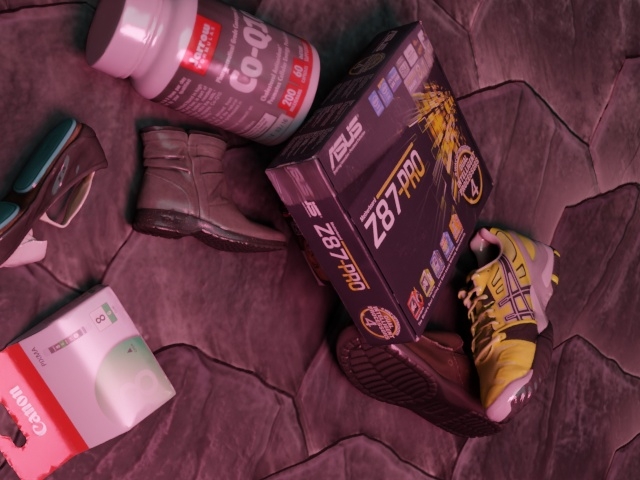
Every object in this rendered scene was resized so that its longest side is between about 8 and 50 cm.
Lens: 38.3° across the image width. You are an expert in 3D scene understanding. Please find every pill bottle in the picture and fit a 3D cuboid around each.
[{"bbox_3d":[-0.157,-0.247,1.246,0.283,0.161,0.161,19,80,-30],"label":"pill bottle"}]

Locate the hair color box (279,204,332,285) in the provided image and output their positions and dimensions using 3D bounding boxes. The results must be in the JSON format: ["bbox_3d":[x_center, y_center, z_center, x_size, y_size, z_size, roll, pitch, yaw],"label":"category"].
[{"bbox_3d":[0.000,0.000,1.395,0.043,0.072,0.141,-36,107,-27],"label":"hair color box"}]

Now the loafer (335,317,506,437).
[{"bbox_3d":[0.161,0.200,1.479,0.366,0.134,0.130,37,45,-36],"label":"loafer"}]

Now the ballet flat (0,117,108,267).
[{"bbox_3d":[-0.367,-0.032,1.161,0.280,0.095,0.096,-51,126,-21],"label":"ballet flat"}]

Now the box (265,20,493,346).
[{"bbox_3d":[0.109,-0.091,1.355,0.318,0.097,0.395,59,42,-24],"label":"box"}]

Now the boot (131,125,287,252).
[{"bbox_3d":[-0.145,-0.074,1.306,0.247,0.083,0.161,14,77,-32],"label":"boot"}]

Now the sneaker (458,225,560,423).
[{"bbox_3d":[0.287,0.131,1.492,0.147,0.145,0.384,26,41,-7],"label":"sneaker"}]

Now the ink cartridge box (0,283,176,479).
[{"bbox_3d":[-0.328,0.192,1.205,0.225,0.056,0.181,-37,108,-28],"label":"ink cartridge box"}]
